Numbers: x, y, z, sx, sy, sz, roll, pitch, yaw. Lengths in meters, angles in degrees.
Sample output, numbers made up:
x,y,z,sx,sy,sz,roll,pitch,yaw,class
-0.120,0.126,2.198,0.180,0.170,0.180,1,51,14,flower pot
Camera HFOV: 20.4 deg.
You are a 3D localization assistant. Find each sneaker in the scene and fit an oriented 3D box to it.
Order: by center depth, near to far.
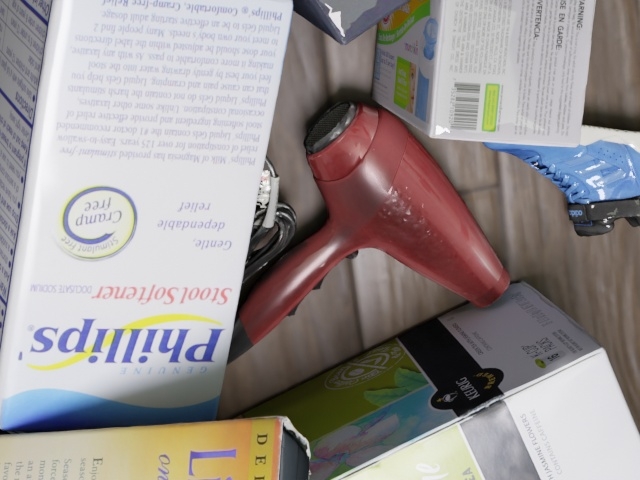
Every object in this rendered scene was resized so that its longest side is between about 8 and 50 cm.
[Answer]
x,y,z,sx,sy,sz,roll,pitch,yaw,class
0.191,-0.046,1.341,0.152,0.058,0.084,5,93,-17,sneaker

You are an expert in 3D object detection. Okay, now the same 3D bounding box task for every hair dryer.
x,y,z,sx,sy,sz,roll,pitch,yaw,class
0.000,0.000,1.329,0.293,0.080,0.223,6,117,-5,hair dryer

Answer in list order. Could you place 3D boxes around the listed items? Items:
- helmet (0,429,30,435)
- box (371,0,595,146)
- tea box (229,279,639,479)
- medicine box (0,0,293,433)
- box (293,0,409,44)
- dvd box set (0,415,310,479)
x,y,z,sx,sy,sz,roll,pitch,yaw,class
-0.271,0.196,1.278,0.161,0.169,0.169,-6,104,-25,helmet
0.107,-0.137,1.233,0.103,0.203,0.114,3,100,-10,box
0.095,0.259,1.311,0.323,0.220,0.329,-25,105,-4,tea box
-0.156,-0.060,1.149,0.149,0.263,0.289,2,111,-26,medicine box
0.067,-0.298,1.119,0.312,0.343,0.179,-33,106,0,box
-0.217,0.263,1.018,0.420,0.062,0.307,-6,65,16,dvd box set
